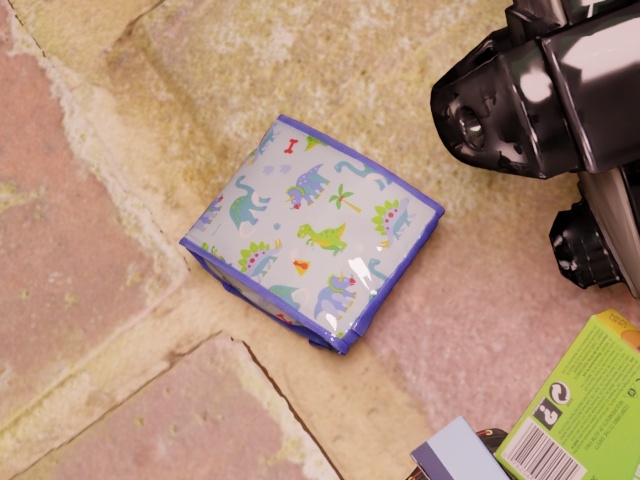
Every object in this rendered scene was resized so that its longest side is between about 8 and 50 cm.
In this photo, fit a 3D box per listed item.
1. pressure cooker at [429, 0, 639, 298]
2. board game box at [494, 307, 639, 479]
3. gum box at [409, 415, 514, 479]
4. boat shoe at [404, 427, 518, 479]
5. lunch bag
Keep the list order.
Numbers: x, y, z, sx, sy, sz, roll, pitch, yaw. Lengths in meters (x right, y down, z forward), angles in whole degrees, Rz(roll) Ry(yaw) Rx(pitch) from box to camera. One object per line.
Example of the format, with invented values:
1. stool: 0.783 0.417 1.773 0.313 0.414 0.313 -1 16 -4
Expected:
1. pressure cooker: 0.265 -0.139 0.914 0.420 0.370 0.375 -20 55 9
2. board game box: 0.232 0.170 0.929 0.259 0.039 0.124 44 121 24
3. gum box: 0.133 0.200 0.920 0.041 0.184 0.157 -37 58 2
4. boat shoe: 0.076 0.173 1.041 0.133 0.049 0.042 -34 30 11
5. lunch bag: 0.000 0.000 1.122 0.151 0.096 0.129 27 77 40
